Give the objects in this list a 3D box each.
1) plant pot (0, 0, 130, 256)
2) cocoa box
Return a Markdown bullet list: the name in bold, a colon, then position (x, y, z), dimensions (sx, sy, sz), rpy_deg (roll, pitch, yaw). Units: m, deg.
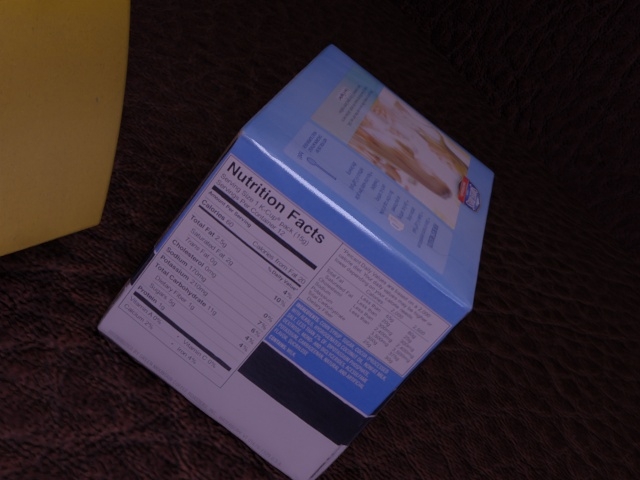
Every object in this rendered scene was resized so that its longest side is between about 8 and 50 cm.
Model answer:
- **plant pot**: position (-0.265, -0.086, 0.710), dimensions (0.212, 0.212, 0.187), rpy_deg (-26, 112, -64)
- **cocoa box**: position (0.000, 0.000, 0.932), dimensions (0.231, 0.228, 0.347), rpy_deg (38, 25, -4)
